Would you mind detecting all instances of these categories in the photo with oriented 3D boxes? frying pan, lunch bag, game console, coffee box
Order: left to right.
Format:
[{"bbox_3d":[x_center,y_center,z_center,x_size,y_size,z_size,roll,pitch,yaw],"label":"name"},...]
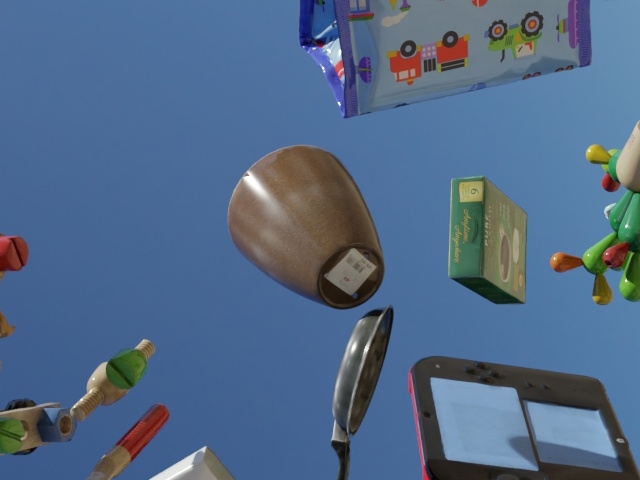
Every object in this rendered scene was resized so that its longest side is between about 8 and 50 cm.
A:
[{"bbox_3d":[0.050,0.238,1.763,0.197,0.053,0.326,-51,-24,-61],"label":"frying pan"},{"bbox_3d":[0.097,-0.269,0.963,0.138,0.220,0.293,-117,18,-48],"label":"lunch bag"},{"bbox_3d":[0.188,0.003,1.357,0.184,0.040,0.113,24,-113,-64],"label":"coffee box"},{"bbox_3d":[0.315,0.304,1.908,0.387,0.341,0.060,-91,6,-64],"label":"game console"}]

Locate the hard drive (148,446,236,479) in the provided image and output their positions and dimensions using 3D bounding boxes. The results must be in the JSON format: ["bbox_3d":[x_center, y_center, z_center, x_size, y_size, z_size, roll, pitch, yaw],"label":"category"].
[{"bbox_3d":[-0.218,0.434,1.548,0.233,0.353,0.047,54,-165,-16],"label":"hard drive"}]

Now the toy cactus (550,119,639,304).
[{"bbox_3d":[0.305,-0.046,1.235,0.219,0.112,0.181,-68,-13,-46],"label":"toy cactus"}]

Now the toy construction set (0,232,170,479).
[{"bbox_3d":[-0.325,0.151,1.159,0.308,0.258,0.237,20,-154,11],"label":"toy construction set"}]

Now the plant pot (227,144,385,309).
[{"bbox_3d":[0.000,0.000,1.821,0.215,0.215,0.230,43,-177,-35],"label":"plant pot"}]

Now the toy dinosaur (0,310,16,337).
[{"bbox_3d":[-0.409,0.078,1.453,0.064,0.211,0.112,-35,-71,-23],"label":"toy dinosaur"}]

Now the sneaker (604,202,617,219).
[{"bbox_3d":[0.494,-0.016,1.978,0.098,0.038,0.069,33,-141,-45],"label":"sneaker"}]
